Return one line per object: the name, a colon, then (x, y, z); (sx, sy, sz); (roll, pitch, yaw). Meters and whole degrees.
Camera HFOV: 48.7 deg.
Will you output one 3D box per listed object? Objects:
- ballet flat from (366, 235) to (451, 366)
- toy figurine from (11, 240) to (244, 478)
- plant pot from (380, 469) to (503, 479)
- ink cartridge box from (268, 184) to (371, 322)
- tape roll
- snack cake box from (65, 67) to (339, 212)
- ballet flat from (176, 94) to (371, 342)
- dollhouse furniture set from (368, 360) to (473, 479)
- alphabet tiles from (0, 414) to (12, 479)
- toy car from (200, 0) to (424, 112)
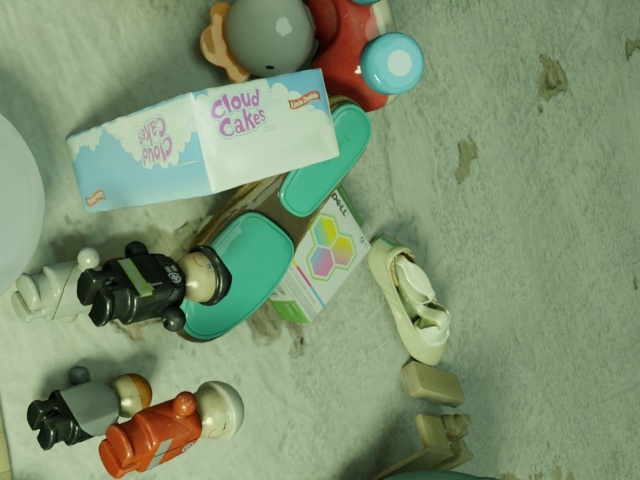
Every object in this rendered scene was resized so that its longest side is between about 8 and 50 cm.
ballet flat: (0.149, 0.100, 1.074); (0.086, 0.086, 0.248); (-48, 118, -32)
toy figurine: (-0.186, 0.107, 0.696); (0.148, 0.209, 0.213); (-12, 95, -48)
plant pot: (0.109, 0.430, 0.922); (0.293, 0.196, 0.293); (-26, 121, -57)
ink cartridge box: (0.000, 0.000, 0.959); (0.209, 0.062, 0.109); (-48, 118, -32)
tape roll: (-0.368, -0.033, 0.631); (0.219, 0.072, 0.219); (2, 87, -42)
snack cake box: (-0.128, -0.094, 0.715); (0.152, 0.264, 0.089); (-20, 101, -40)
ballet flat: (-0.073, -0.036, 0.842); (0.116, 0.124, 0.342); (41, 78, -35)
dollhouse furniture set: (0.147, 0.290, 1.102); (0.144, 0.123, 0.151); (23, 39, -39)
alphabet tiles: (-0.408, 0.190, 0.630); (0.237, 0.009, 0.198); (-12, 97, -41)
toy car: (-0.029, -0.246, 0.890); (0.238, 0.219, 0.210); (-18, 102, -11)
